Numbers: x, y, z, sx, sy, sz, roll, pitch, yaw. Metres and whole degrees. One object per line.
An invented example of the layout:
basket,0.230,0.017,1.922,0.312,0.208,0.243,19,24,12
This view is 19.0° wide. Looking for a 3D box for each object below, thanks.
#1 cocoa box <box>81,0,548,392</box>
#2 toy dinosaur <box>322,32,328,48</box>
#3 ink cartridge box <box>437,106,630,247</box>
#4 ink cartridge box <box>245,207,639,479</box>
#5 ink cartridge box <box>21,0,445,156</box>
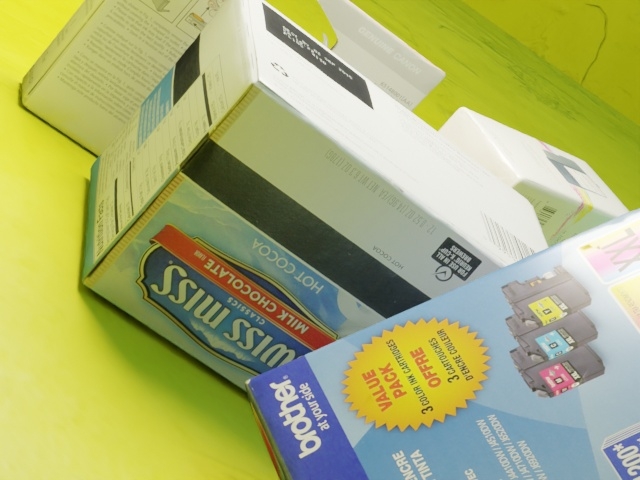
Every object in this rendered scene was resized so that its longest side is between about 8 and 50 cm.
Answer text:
cocoa box,0.000,0.000,1.624,0.347,0.228,0.231,36,19,-20
toy dinosaur,-0.003,-0.135,2.199,0.160,0.121,0.313,33,20,11
ink cartridge box,0.210,-0.002,2.123,0.353,0.207,0.119,18,30,-53
ink cartridge box,0.122,0.173,1.347,0.270,0.395,0.151,-120,-173,-48
ink cartridge box,-0.080,-0.149,1.759,0.296,0.261,0.066,35,19,-23
